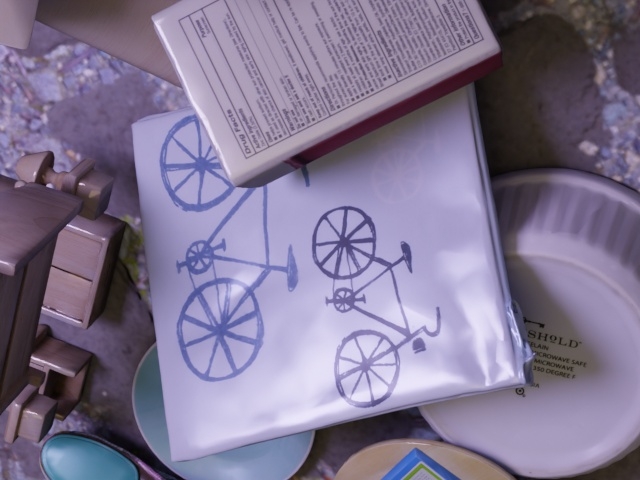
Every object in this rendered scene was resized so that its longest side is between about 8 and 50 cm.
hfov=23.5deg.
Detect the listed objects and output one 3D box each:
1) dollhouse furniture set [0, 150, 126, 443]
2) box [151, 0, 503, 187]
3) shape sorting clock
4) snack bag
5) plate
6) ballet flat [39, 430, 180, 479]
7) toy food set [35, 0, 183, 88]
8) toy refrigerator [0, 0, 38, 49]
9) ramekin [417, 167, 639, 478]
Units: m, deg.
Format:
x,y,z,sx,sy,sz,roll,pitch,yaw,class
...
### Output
x,y,z,sx,sy,sz,roll,pitch,yaw,class
-0.327,0.077,1.348,0.174,0.355,0.303,21,117,7,dollhouse furniture set
0.010,-0.156,1.212,0.232,0.127,0.148,-26,88,7,box
0.106,0.255,1.374,0.206,0.040,0.206,13,126,19,shape sorting clock
0.000,0.000,1.309,0.343,0.037,0.323,-16,73,22,snack bag
-0.092,0.162,1.503,0.188,0.024,0.188,5,113,13,plate
-0.175,0.255,1.532,0.222,0.079,0.077,22,87,10,ballet flat
-0.117,-0.277,1.265,0.220,0.092,0.306,24,117,-27,toy food set
-0.250,-0.288,1.167,0.102,0.094,0.269,16,95,50,toy refrigerator
0.191,0.083,1.334,0.273,0.127,0.272,6,114,13,ramekin
